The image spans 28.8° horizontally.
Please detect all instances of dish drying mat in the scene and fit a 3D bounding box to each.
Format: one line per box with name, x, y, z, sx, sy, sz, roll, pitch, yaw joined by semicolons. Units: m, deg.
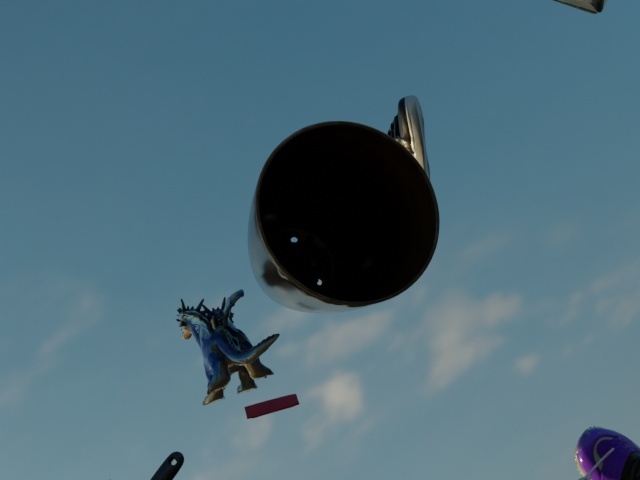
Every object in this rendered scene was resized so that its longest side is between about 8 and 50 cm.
dish drying mat;-0.075;0.255;1.922;0.083;0.032;0.008;-16;-61;-4

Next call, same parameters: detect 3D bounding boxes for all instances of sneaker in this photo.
sneaker;0.104;-0.133;1.933;0.121;0.079;0.217;-4;-38;8
sneaker;0.567;0.409;2.110;0.102;0.293;0.146;-59;19;-18

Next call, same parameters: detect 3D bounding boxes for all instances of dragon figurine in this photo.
dragon figurine;-0.122;0.112;1.516;0.085;0.144;0.289;-18;-13;-14

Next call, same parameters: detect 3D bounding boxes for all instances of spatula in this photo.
spatula;-0.302;0.455;1.942;0.296;0.084;0.030;-56;-26;-5

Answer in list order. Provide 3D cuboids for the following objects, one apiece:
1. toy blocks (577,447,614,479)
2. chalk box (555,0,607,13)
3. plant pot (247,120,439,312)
toy blocks;0.071;0.279;0.766;0.288;0.309;0.260;-45;-28;-26
chalk box;0.239;-0.319;1.217;0.132;0.132;0.213;-64;-17;-10
plant pot;0.000;0.000;1.484;0.215;0.215;0.230;-28;-7;-23
